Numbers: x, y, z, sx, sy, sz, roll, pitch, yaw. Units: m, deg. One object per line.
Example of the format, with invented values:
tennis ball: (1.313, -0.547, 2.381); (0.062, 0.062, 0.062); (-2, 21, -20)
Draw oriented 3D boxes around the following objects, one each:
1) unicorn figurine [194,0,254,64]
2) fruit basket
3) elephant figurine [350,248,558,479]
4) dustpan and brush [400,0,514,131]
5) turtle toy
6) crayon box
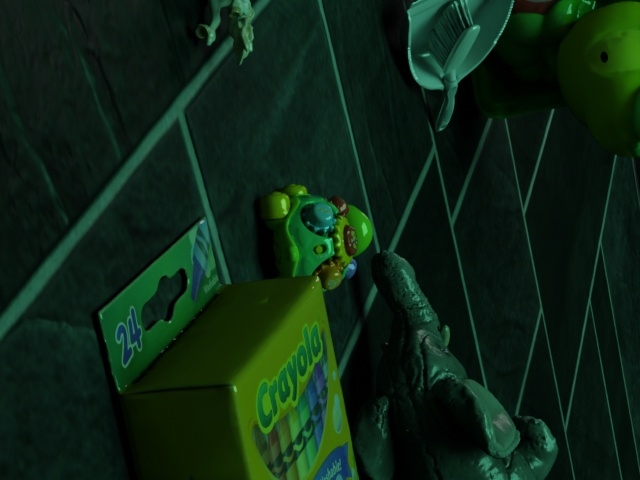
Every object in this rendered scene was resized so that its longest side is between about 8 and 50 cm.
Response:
unicorn figurine: (-0.074, -0.218, 1.171); (0.111, 0.060, 0.162); (-74, 168, -50)
fruit basket: (0.360, -0.271, 2.009); (0.392, 0.392, 0.283); (-55, 137, -64)
elephant figurine: (0.099, 0.162, 1.470); (0.169, 0.186, 0.239); (-42, 126, -13)
dustpan and brush: (0.142, -0.196, 1.769); (0.060, 0.147, 0.211); (55, -26, 19)
turtle toy: (0.000, 0.000, 1.297); (0.130, 0.066, 0.095); (-31, 114, -70)
crayon box: (-0.043, 0.161, 1.089); (0.203, 0.083, 0.323); (-50, 131, -66)
